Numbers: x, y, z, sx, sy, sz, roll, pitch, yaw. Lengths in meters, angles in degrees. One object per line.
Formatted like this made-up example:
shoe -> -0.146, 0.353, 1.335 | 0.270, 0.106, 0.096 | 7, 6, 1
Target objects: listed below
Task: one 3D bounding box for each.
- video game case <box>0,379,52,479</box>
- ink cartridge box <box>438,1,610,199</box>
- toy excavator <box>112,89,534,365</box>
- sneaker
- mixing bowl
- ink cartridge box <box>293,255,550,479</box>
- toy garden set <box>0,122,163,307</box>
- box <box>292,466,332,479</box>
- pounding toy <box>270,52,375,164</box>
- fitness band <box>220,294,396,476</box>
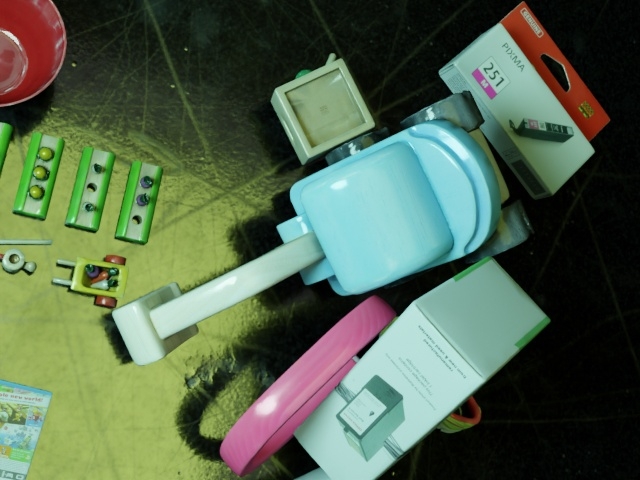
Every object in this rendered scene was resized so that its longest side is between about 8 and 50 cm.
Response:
video game case -> -0.413, 0.254, 0.992 | 0.119, 0.015, 0.166 | 19, 76, -18
ink cartridge box -> 0.366, -0.247, 1.367 | 0.239, 0.060, 0.275 | -42, 99, -21
toy excavator -> 0.000, 0.000, 1.070 | 0.445, 0.433, 0.222 | -26, 93, -52
sneaker -> 0.170, 0.195, 1.198 | 0.081, 0.094, 0.208 | -41, 97, -21
mixing bowl -> -0.420, -0.242, 1.020 | 0.182, 0.098, 0.181 | 4, 80, -22
ink cartridge box -> 0.127, 0.176, 1.041 | 0.121, 0.289, 0.211 | 48, 37, 14
toy garden set -> -0.340, -0.033, 1.047 | 0.244, 0.049, 0.203 | 14, 77, -20
box -> 0.019, 0.405, 1.105 | 0.130, 0.091, 0.170 | -19, 90, -23
pounding toy -> 0.002, -0.204, 1.201 | 0.130, 0.100, 0.141 | -27, 90, -9
fitness band -> -0.012, 0.188, 1.050 | 0.291, 0.209, 0.054 | -44, 79, -10
